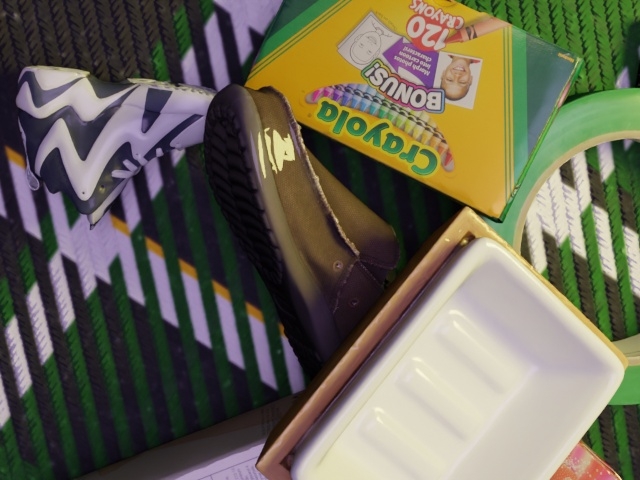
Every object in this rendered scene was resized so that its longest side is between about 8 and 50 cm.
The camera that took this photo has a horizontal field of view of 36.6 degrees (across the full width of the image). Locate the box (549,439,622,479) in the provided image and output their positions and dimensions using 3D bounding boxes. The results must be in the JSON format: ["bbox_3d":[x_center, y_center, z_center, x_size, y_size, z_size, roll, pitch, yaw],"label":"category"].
[{"bbox_3d":[0.173,0.291,1.003,0.122,0.128,0.257,42,92,-8],"label":"box"}]

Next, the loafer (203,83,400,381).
[{"bbox_3d":[0.000,0.000,0.940,0.130,0.134,0.366,-31,122,-16],"label":"loafer"}]

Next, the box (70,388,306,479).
[{"bbox_3d":[-0.123,0.280,0.982,0.311,0.121,0.148,-19,98,-2],"label":"box"}]

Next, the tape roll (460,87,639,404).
[{"bbox_3d":[0.305,0.005,1.002,0.321,0.077,0.321,-1,98,-4],"label":"tape roll"}]

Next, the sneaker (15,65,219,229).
[{"bbox_3d":[-0.182,-0.081,0.951,0.235,0.094,0.153,6,102,-10],"label":"sneaker"}]

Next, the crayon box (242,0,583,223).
[{"bbox_3d":[0.085,-0.150,0.925,0.278,0.081,0.165,27,94,11],"label":"crayon box"}]

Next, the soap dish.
[{"bbox_3d":[0.109,0.148,0.880,0.229,0.118,0.291,41,85,-18],"label":"soap dish"}]

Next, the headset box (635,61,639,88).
[{"bbox_3d":[0.368,-0.193,1.004,0.062,0.032,0.083,8,98,-5],"label":"headset box"}]
